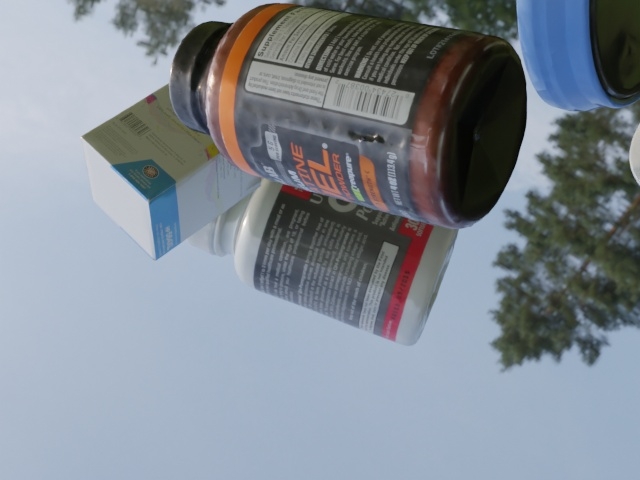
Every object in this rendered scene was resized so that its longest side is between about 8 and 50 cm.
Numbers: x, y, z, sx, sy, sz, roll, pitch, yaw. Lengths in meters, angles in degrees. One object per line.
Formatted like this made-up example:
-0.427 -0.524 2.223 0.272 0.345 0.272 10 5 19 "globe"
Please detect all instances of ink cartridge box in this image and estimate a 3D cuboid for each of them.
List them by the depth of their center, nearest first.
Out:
-0.118 -0.071 0.846 0.143 0.090 0.092 -37 -115 -26 "ink cartridge box"

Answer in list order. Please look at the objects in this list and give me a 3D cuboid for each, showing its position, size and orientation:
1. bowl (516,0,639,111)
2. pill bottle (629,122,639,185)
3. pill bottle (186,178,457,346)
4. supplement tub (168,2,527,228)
0.341 -0.333 1.084 0.077 0.390 0.391 17 -153 34 "bowl"
0.354 -0.029 0.805 0.229 0.131 0.131 32 -154 -39 "pill bottle"
0.000 0.000 1.230 0.319 0.176 0.176 20 -146 9 "pill bottle"
0.009 -0.077 0.555 0.198 0.106 0.106 17 -153 33 "supplement tub"
